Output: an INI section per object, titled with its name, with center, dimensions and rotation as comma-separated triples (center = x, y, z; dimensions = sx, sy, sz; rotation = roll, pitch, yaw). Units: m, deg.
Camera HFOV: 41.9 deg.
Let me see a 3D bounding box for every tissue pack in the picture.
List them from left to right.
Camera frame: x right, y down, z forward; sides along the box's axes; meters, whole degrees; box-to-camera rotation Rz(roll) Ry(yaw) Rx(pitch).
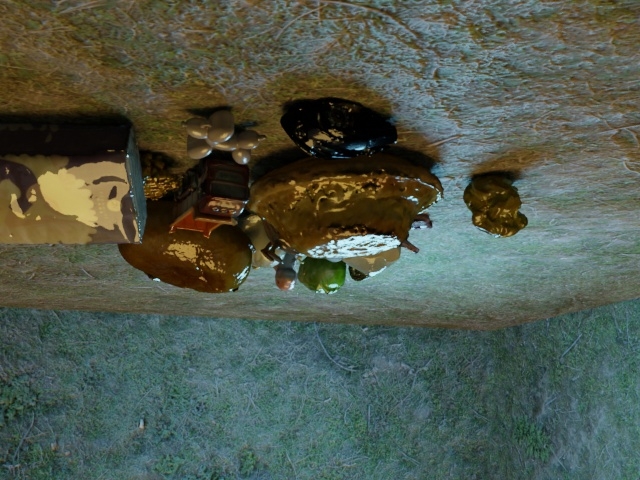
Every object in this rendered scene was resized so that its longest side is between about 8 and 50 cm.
[tissue pack]
center = -0.515, -0.105, 1.584
dimensions = 0.344, 0.125, 0.242
rotation = 0, 136, -3

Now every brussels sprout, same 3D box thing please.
[brussels sprout]
center = 0.010, 0.084, 2.561
dimensions = 0.149, 0.122, 0.151
rotation = 9, -160, -9

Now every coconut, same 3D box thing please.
[coconut]
center = 0.125, 0.009, 2.149
dimensions = 0.161, 0.162, 0.161
rotation = -1, 166, 0

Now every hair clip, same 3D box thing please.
[hair clip]
center = 0.223, -0.038, 2.244
dimensions = 0.138, 0.102, 0.123
rotation = 29, 178, 26

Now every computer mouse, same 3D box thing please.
[computer mouse]
center = 0.034, -0.189, 1.515
dimensions = 0.242, 0.077, 0.146
rotation = 8, 166, -30

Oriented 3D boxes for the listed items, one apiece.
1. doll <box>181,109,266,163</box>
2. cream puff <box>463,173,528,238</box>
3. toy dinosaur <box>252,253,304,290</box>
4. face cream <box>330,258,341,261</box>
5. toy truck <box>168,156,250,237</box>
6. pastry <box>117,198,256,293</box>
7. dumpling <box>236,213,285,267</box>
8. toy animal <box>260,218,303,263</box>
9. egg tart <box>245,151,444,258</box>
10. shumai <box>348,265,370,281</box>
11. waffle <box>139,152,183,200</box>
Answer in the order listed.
[doll]
center = -0.184, -0.191, 1.537
dimensions = 0.161, 0.059, 0.160
rotation = 6, 165, -21
[cream puff]
center = 0.394, -0.073, 1.881
dimensions = 0.121, 0.156, 0.156
rotation = -20, 164, 3
[toy dinosaur]
center = -0.090, 0.062, 2.333
dimensions = 0.152, 0.176, 0.194
rotation = 6, 167, -23
[face cream]
center = 0.000, 0.000, 2.287
dimensions = 0.077, 0.077, 0.250
rotation = -5, 166, 19
[toy truck]
center = -0.242, -0.087, 1.801
dimensions = 0.114, 0.135, 0.270
rotation = 7, 165, -25
[pastry]
center = -0.332, 0.019, 2.081
dimensions = 0.356, 0.163, 0.356
rotation = 15, 159, 6
[dumpling]
center = -0.168, -0.003, 2.197
dimensions = 0.167, 0.126, 0.216
rotation = 21, 163, -16
[toy animal]
center = -0.084, -0.037, 2.093
dimensions = 0.188, 0.179, 0.089
rotation = 47, 163, -27
[egg tart]
center = 0.055, -0.060, 1.832
dimensions = 0.444, 0.178, 0.443
rotation = -2, 167, -1
[shumai]
center = 0.119, 0.061, 2.558
dimensions = 0.099, 0.087, 0.123
rotation = -30, -157, 7
[waffle]
center = -0.394, -0.133, 1.759
dimensions = 0.197, 0.070, 0.193
rotation = 6, 165, -36
